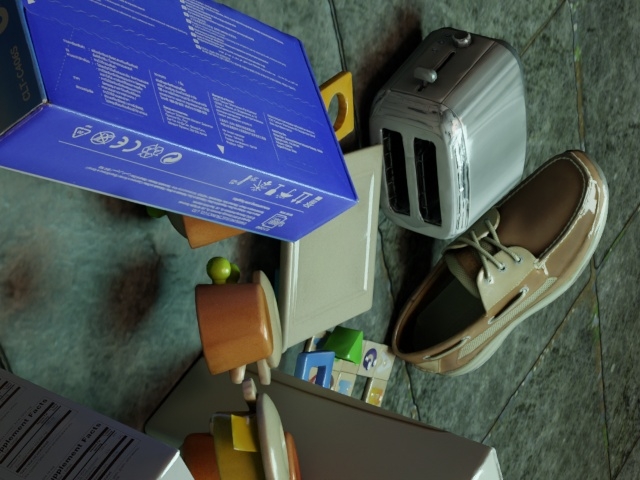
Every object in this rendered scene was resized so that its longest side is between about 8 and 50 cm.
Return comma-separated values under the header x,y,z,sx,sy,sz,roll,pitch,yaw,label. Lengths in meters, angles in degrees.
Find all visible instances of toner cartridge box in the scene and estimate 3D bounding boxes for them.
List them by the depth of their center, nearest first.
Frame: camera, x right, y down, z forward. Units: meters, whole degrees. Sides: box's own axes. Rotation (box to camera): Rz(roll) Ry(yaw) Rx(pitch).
x,y,z,sx,sy,sz,roll,pitch,yaw,label
-0.118,-0.110,1.045,0.348,0.075,0.165,16,48,-53,toner cartridge box

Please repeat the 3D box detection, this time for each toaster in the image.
x,y,z,sx,sy,sz,roll,pitch,yaw,label
0.136,-0.104,1.527,0.146,0.129,0.227,-43,141,-36,toaster

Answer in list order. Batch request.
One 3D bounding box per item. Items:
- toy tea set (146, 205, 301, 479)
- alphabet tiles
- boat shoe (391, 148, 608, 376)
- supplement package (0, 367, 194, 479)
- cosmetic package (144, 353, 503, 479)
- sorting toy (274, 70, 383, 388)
x,y,z,sx,sy,sz,roll,pitch,yaw,label
-0.097,0.096,1.166,0.200,0.124,0.336,78,3,-58,toy tea set
0.007,0.221,1.575,0.198,0.009,0.237,19,86,-60,alphabet tiles
0.198,0.033,1.604,0.116,0.123,0.324,6,126,-49,boat shoe
-0.190,0.229,1.061,0.149,0.203,0.194,-52,142,-28,supplement package
0.008,0.224,1.282,0.113,0.309,0.160,-52,143,-33,cosmetic package
0.000,0.000,1.430,0.196,0.047,0.348,-24,122,-57,sorting toy
